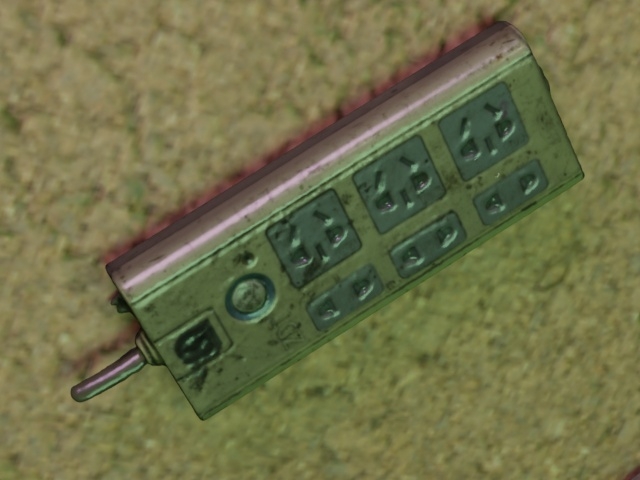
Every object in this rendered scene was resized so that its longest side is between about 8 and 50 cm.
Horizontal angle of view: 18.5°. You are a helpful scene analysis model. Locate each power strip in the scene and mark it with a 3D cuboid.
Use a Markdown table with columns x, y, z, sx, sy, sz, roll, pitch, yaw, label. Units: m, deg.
| x | y | z | sx | sy | sz | roll | pitch | yaw | label |
| --- | --- | --- | --- | --- | --- | --- | --- | --- | --- |
| 0.000 | 0.000 | 0.905 | 0.268 | 0.034 | 0.092 | -32 | 125 | -7 | power strip |

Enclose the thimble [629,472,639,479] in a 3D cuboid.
| x | y | z | sx | sy | sz | roll | pitch | yaw | label |
| --- | --- | --- | --- | --- | --- | --- | --- | --- | --- |
| 0.208 | 0.179 | 1.062 | 0.102 | 0.090 | 0.115 | 16 | 107 | -31 | thimble |
